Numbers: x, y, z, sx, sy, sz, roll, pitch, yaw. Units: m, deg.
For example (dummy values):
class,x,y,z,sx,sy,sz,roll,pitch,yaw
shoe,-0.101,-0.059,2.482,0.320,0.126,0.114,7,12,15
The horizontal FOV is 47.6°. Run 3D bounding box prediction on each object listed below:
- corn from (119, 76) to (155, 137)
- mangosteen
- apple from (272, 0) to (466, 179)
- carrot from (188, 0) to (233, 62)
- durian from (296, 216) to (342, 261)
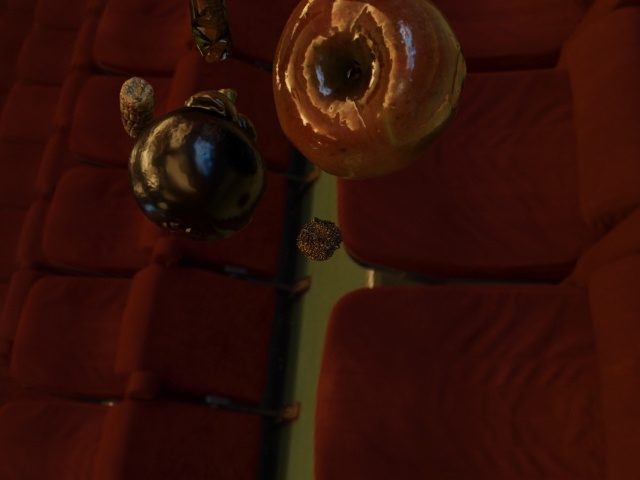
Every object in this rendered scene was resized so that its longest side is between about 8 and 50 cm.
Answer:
class,x,y,z,sx,sy,sz,roll,pitch,yaw
corn,-0.465,-0.331,1.842,0.253,0.086,0.086,133,148,-71
mangosteen,-0.215,-0.151,1.345,0.275,0.275,0.302,-31,39,67
apple,0.090,-0.269,1.251,0.305,0.339,0.338,-6,-65,-66
carrot,-0.180,-0.393,1.131,0.069,0.069,0.228,-102,6,-55
durian,0.000,0.000,1.291,0.091,0.080,0.080,30,107,45
